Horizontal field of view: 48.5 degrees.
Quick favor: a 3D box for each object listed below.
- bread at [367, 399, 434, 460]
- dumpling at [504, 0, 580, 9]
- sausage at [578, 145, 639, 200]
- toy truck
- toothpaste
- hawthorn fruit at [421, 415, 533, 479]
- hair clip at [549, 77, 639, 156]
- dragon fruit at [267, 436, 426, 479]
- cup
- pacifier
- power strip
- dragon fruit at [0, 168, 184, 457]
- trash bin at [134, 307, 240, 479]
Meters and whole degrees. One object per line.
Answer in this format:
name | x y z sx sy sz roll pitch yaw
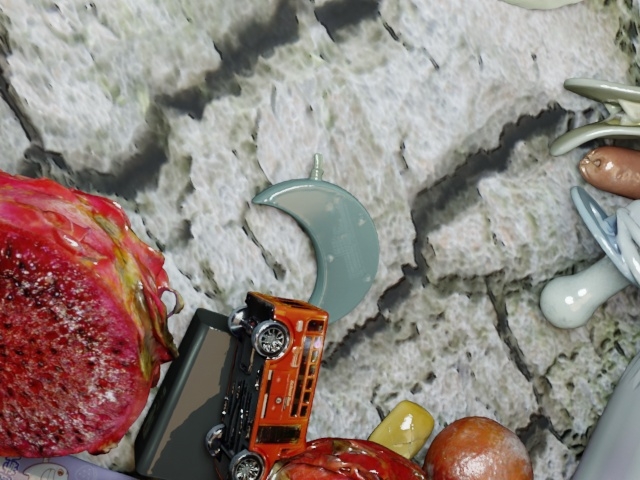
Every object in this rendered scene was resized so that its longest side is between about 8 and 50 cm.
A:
bread | 0.133 0.317 1.145 0.115 0.056 0.082 -44 109 0
dumpling | 0.300 -0.408 0.997 0.216 0.126 0.166 0 129 -22
sausage | 0.614 -0.085 1.153 0.434 0.088 0.087 8 101 -15
toy truck | -0.069 0.201 0.940 0.114 0.107 0.252 8 94 -29
toothpaste | -0.427 0.330 1.006 0.371 0.080 0.125 33 78 -19
hawthorn fruit | 0.243 0.366 1.128 0.173 0.173 0.172 -3 103 -13
hair clip | 0.481 -0.199 1.062 0.282 0.172 0.113 -8 97 -2
dragon fruit | 0.037 0.425 1.021 0.295 0.295 0.302 -48 133 1
cup | 0.578 0.346 1.155 0.254 0.253 0.371 19 96 -17
pacifier | 0.446 0.065 1.099 0.299 0.244 0.233 41 121 -17
power strip | 0.000 0.000 1.043 0.168 0.054 0.253 -17 106 -12
dragon fruit | -0.356 0.074 0.865 0.371 0.249 0.386 37 119 -13
trash bin | -0.149 0.233 1.031 0.165 0.115 0.225 22 95 -18
